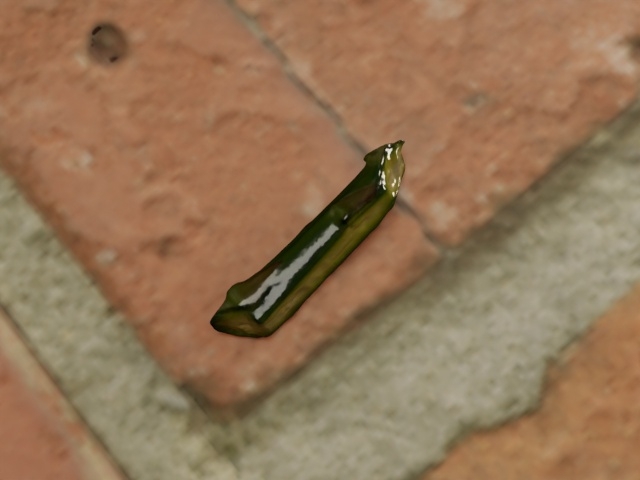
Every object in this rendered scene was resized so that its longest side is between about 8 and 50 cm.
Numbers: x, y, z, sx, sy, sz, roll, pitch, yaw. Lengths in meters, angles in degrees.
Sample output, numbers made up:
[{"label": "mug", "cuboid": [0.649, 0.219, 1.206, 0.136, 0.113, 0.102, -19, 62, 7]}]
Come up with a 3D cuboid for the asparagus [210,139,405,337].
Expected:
[{"label": "asparagus", "cuboid": [0.000, 0.000, 0.675, 0.108, 0.025, 0.021, -46, 62, -9]}]
